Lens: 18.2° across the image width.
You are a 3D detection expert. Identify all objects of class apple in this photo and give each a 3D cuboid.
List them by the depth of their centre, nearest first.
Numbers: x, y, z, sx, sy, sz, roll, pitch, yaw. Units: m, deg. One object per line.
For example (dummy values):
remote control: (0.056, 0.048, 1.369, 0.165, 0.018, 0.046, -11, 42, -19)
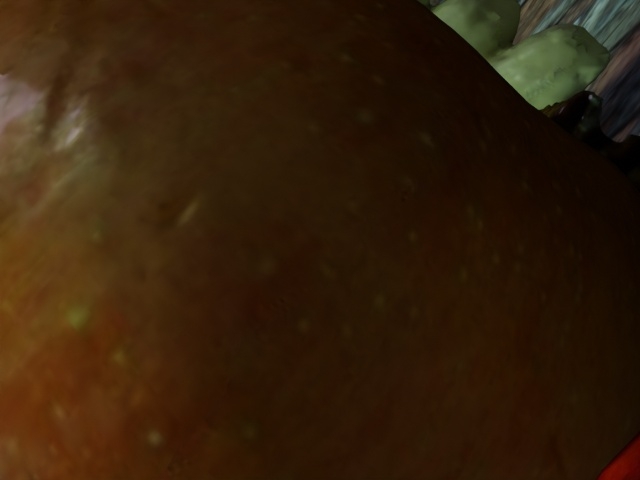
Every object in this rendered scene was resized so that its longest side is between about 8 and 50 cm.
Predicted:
apple: (-0.022, 0.025, 0.562, 0.206, 0.272, 0.251, -49, 37, 6)

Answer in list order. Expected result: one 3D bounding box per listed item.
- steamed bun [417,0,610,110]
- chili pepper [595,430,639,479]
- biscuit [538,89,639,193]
steamed bun: (0.000, 0.000, 0.948, 0.189, 0.247, 0.428, 97, -170, -69)
chili pepper: (-0.009, 0.173, 0.413, 0.368, 0.092, 0.137, -41, 6, -1)
biscuit: (0.033, 0.040, 0.775, 0.252, 0.070, 0.106, -41, 5, -8)
